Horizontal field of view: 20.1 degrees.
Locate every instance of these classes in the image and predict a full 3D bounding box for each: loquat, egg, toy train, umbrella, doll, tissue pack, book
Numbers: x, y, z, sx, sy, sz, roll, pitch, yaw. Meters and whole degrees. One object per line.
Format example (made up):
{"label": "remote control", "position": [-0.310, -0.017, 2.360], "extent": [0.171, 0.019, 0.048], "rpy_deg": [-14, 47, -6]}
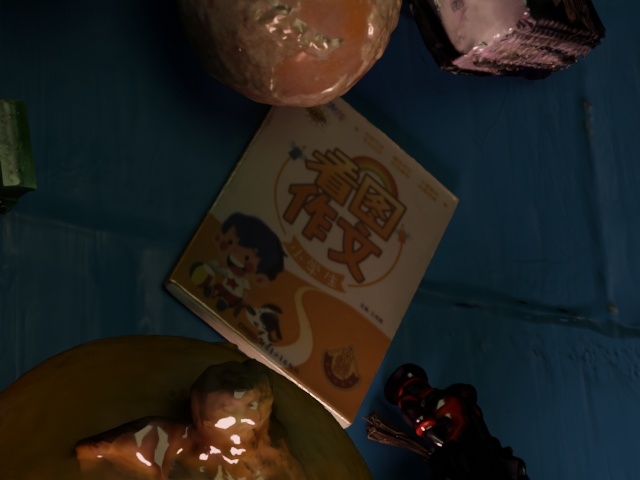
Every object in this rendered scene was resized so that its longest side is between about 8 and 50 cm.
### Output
{"label": "loquat", "position": [-0.105, 0.206, 1.240], "extent": [0.328, 0.359, 0.328], "rpy_deg": [14, 40, -12]}
{"label": "egg", "position": [-0.028, -0.229, 1.609], "extent": [0.203, 0.203, 0.245], "rpy_deg": [23, 44, -26]}
{"label": "toy train", "position": [-0.258, -0.070, 1.450], "extent": [0.038, 0.056, 0.093], "rpy_deg": [5, 68, -40]}
{"label": "umbrella", "position": [0.067, 0.173, 1.598], "extent": [0.083, 0.020, 0.031], "rpy_deg": [26, 16, -24]}
{"label": "doll", "position": [0.132, 0.200, 1.530], "extent": [0.127, 0.088, 0.248], "rpy_deg": [-4, 33, -22]}
{"label": "tissue pack", "position": [0.152, -0.281, 1.756], "extent": [0.245, 0.123, 0.332], "rpy_deg": [63, 19, 7]}
{"label": "book", "position": [0.000, 0.000, 1.634], "extent": [0.208, 0.020, 0.295], "rpy_deg": [39, 50, -14]}
